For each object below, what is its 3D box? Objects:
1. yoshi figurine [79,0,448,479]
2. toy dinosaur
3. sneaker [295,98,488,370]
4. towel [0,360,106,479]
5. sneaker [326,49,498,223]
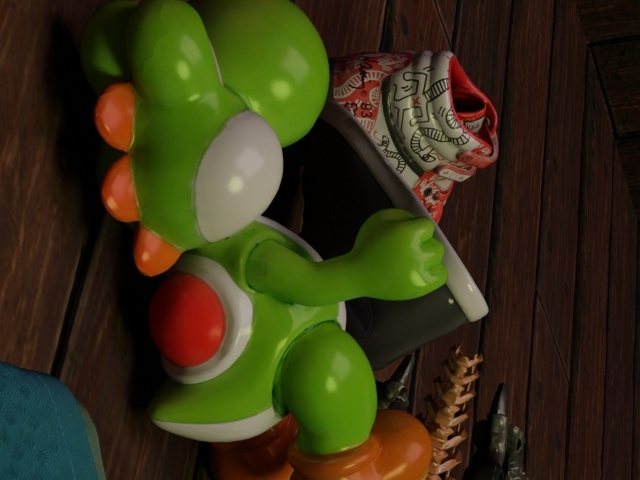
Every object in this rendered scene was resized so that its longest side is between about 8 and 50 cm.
[{"bbox_3d":[-0.031,-0.011,1.261,0.203,0.203,0.362,-98,170,-62],"label":"yoshi figurine"},{"bbox_3d":[0.069,0.207,1.416,0.164,0.322,0.218,36,37,-8],"label":"toy dinosaur"},{"bbox_3d":[0.000,0.000,1.485,0.104,0.147,0.296,59,-2,-38],"label":"sneaker"},{"bbox_3d":[-0.182,0.140,0.680,0.370,0.040,0.271,22,46,-55],"label":"towel"},{"bbox_3d":[0.086,-0.043,1.674,0.090,0.145,0.270,-74,151,-51],"label":"sneaker"}]
